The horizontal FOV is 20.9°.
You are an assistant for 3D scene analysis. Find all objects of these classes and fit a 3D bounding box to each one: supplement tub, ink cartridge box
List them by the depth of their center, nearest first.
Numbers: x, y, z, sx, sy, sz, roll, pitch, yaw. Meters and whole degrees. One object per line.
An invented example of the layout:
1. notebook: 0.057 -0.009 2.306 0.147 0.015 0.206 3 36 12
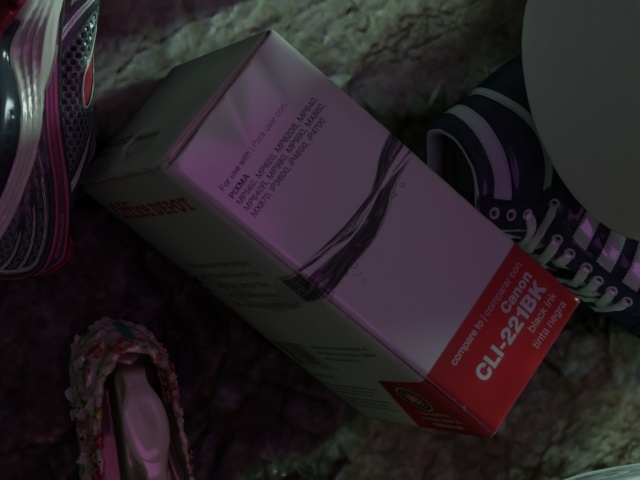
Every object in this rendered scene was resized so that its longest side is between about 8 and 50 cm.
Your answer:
1. ink cartridge box: 0.000 0.000 1.132 0.273 0.197 0.114 39 75 -17
2. supplement tub: 0.327 -0.139 1.162 0.331 0.241 0.241 -18 96 -26

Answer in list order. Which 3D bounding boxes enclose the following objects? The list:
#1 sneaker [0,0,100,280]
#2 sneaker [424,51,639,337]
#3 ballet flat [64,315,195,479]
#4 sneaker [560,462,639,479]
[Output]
1. sneaker: -0.189 -0.122 1.116 0.112 0.121 0.299 23 79 -49
2. sneaker: 0.178 0.006 1.253 0.153 0.099 0.282 -30 93 -24
3. ballet flat: -0.118 0.169 1.148 0.091 0.077 0.241 -16 96 -22
4. sneaker: 0.276 0.234 1.282 0.295 0.104 0.147 -4 86 -28
